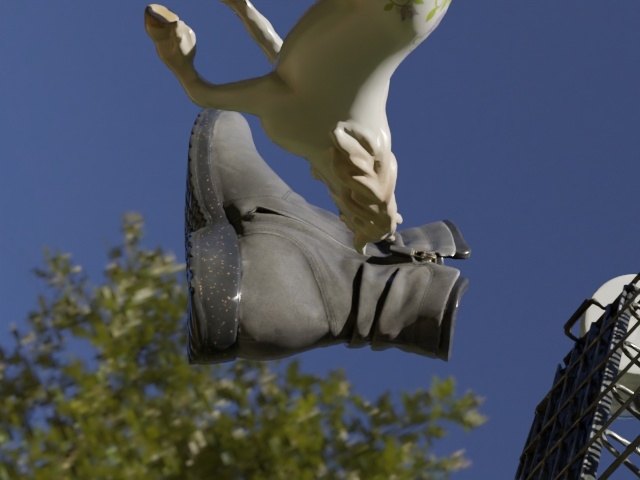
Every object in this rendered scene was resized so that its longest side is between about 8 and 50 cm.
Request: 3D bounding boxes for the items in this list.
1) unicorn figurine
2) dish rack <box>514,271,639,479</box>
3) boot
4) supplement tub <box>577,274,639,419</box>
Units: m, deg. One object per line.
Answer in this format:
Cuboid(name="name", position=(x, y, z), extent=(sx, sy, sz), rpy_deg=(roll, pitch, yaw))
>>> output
Cuboid(name="unicorn figurine", position=(0.002, -0.063, 0.526), extent=(0.111, 0.060, 0.162), rpy_deg=(39, -43, 4))
Cuboid(name="dish rack", position=(0.174, 0.033, 0.651), extent=(0.074, 0.208, 0.271), rpy_deg=(36, -59, -1))
Cuboid(name="boot", position=(0.000, 0.000, 1.299), extent=(0.338, 0.223, 0.118), rpy_deg=(-98, -170, -55))
Cuboid(name="supplement tub", position=(0.202, 0.072, 1.032), extent=(0.071, 0.071, 0.107), rpy_deg=(50, -9, 19))
